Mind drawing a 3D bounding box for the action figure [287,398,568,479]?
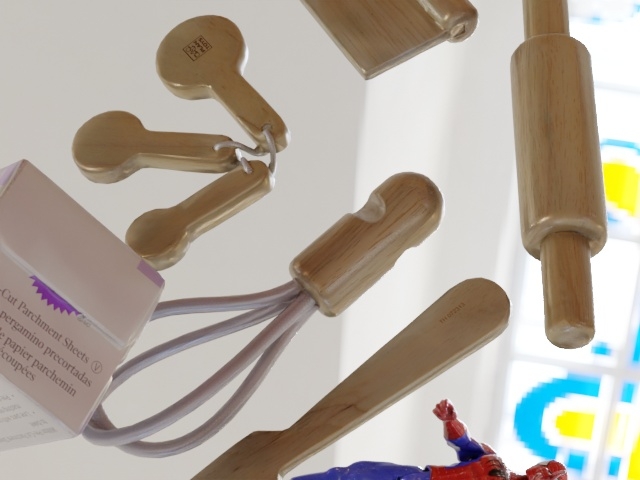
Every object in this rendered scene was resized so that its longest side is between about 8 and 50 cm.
[{"bbox_3d":[0.072,0.179,1.510,0.280,0.139,0.091,-3,-124,-20],"label":"action figure"}]

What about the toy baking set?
[{"bbox_3d":[0.007,-0.003,0.693,0.196,0.030,0.256,-14,-127,12],"label":"toy baking set"}]

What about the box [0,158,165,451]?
[{"bbox_3d":[-0.172,0.044,0.719,0.324,0.067,0.063,-18,-142,54],"label":"box"}]
